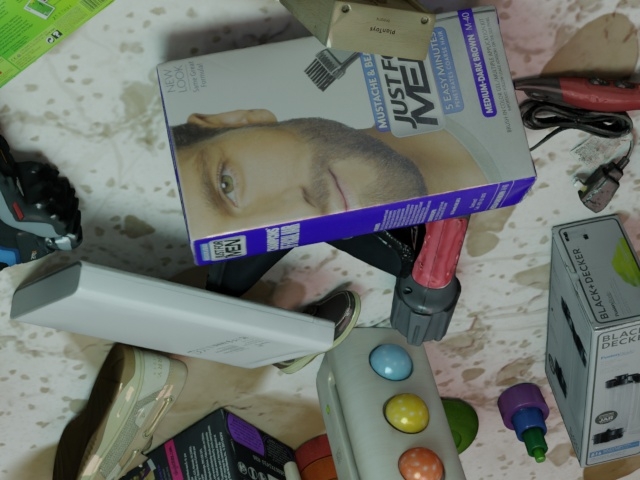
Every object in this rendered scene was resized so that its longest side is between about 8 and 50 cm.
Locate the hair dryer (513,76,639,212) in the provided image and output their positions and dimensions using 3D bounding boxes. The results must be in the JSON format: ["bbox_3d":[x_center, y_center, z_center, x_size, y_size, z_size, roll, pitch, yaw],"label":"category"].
[{"bbox_3d":[0.343,-0.145,1.570,0.293,0.080,0.224,-40,132,24],"label":"hair dryer"}]

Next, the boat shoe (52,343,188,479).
[{"bbox_3d":[-0.255,0.252,1.808,0.098,0.109,0.302,12,126,-26],"label":"boat shoe"}]

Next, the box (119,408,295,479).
[{"bbox_3d":[-0.172,0.368,1.925,0.270,0.143,0.165,-34,136,20],"label":"box"}]

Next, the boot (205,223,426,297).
[{"bbox_3d":[0.000,0.000,1.560,0.207,0.094,0.246,23,126,2],"label":"boot"}]

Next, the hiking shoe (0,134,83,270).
[{"bbox_3d":[-0.362,-0.058,1.435,0.132,0.113,0.304,-27,137,12],"label":"hiking shoe"}]

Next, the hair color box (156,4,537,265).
[{"bbox_3d":[0.023,-0.103,1.429,0.339,0.185,0.110,-11,167,-4],"label":"hair color box"}]

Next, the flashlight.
[{"bbox_3d":[0.136,-0.006,1.636,0.103,0.103,0.304,-16,138,-26],"label":"flashlight"}]

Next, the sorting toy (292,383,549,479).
[{"bbox_3d":[0.142,0.306,1.963,0.366,0.126,0.127,-18,138,4],"label":"sorting toy"}]

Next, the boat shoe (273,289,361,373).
[{"bbox_3d":[-0.013,0.110,1.759,0.049,0.056,0.152,19,128,-39],"label":"boat shoe"}]

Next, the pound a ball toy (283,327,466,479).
[{"bbox_3d":[0.059,0.252,1.735,0.208,0.319,0.135,3,135,-18],"label":"pound a ball toy"}]

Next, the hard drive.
[{"bbox_3d":[-0.167,0.089,1.636,0.308,0.040,0.203,15,161,-29],"label":"hard drive"}]

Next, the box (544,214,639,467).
[{"bbox_3d":[0.345,0.129,1.799,0.087,0.169,0.290,-12,137,-4],"label":"box"}]

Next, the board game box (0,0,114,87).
[{"bbox_3d":[-0.288,-0.209,1.345,0.181,0.043,0.092,-33,134,19],"label":"board game box"}]

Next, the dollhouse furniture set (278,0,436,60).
[{"bbox_3d":[0.051,-0.305,1.305,0.212,0.161,0.242,5,112,-21],"label":"dollhouse furniture set"}]
